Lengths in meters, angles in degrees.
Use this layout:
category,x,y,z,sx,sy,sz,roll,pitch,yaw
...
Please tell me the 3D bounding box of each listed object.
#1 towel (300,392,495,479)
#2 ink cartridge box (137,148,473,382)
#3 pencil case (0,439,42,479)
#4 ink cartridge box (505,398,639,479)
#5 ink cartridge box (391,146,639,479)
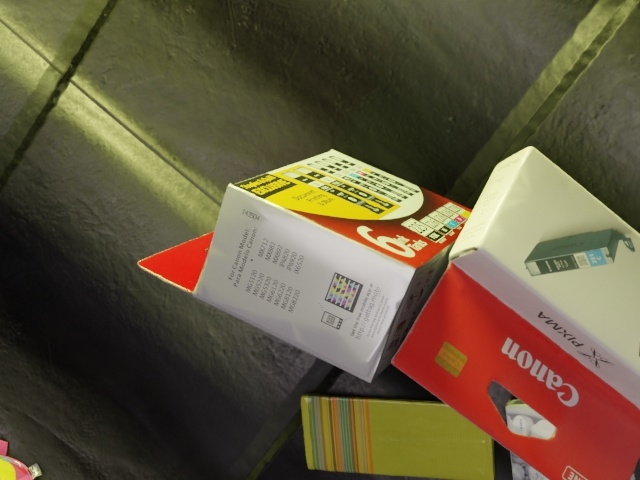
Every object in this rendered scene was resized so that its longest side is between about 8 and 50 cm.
category,x,y,z,sx,sy,sz,roll,pitch,yaw
towel,0.092,0.238,1.456,0.237,0.021,0.102,1,106,18
ink cartridge box,0.000,0.000,1.284,0.272,0.309,0.130,24,107,13
pencil case,-0.470,0.397,1.645,0.104,0.104,0.236,30,106,12
ink cartridge box,0.324,0.280,1.368,0.208,0.045,0.206,-4,99,19
ink cartridge box,0.253,0.095,1.214,0.296,0.261,0.066,37,154,-12
